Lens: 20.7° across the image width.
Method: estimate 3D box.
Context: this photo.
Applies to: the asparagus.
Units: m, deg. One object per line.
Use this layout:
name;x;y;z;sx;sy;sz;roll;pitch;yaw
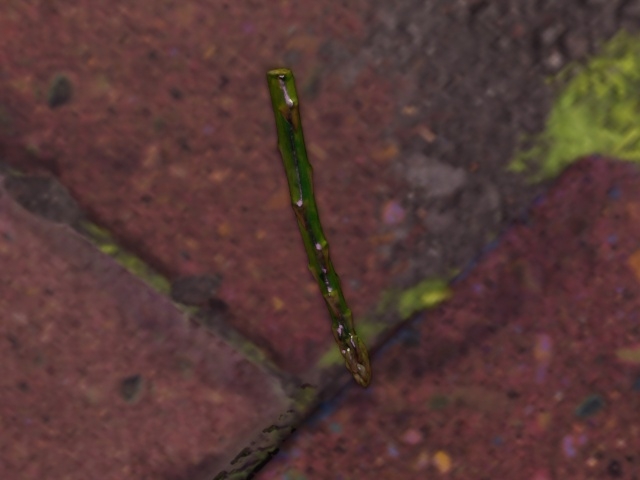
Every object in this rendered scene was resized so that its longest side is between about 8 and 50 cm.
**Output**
asparagus;0.000;0.000;0.771;0.016;0.016;0.163;-21;115;-11
